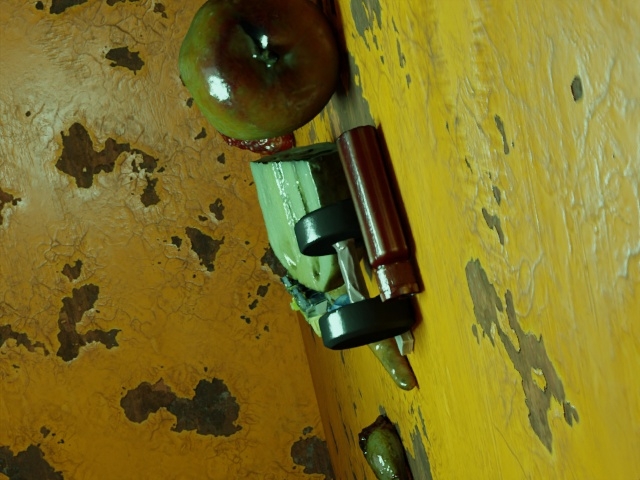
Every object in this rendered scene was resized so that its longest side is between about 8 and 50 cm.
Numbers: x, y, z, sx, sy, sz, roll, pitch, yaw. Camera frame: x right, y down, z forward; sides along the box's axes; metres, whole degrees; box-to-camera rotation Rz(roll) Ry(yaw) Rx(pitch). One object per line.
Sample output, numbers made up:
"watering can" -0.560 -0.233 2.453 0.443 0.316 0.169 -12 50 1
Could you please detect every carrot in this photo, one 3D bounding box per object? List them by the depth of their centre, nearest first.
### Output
"carrot" 0.124 0.203 1.743 0.209 0.061 0.061 -123 20 -57

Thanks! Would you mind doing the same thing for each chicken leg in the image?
"chicken leg" 0.143 0.475 2.061 0.322 0.083 0.177 -155 42 -84

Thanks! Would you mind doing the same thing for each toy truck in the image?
"toy truck" 0.002 0.154 2.362 0.272 0.124 0.157 -142 28 -74

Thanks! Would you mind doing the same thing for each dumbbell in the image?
"dumbbell" 0.053 0.054 1.566 0.152 0.152 0.218 101 154 -75

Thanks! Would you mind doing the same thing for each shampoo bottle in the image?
"shampoo bottle" 0.087 -0.038 1.467 0.102 0.064 0.260 109 147 -77

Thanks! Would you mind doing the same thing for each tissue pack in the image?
"tissue pack" 0.130 0.136 1.642 0.056 0.023 0.108 87 167 -58

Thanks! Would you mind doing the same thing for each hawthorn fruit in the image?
"hawthorn fruit" -0.090 -0.302 1.624 0.301 0.268 0.267 -161 57 -71

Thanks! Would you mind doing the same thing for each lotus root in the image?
"lotus root" 0.008 -0.045 1.819 0.267 0.149 0.260 8 117 64

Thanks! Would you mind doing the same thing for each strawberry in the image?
"strawberry" -0.166 -0.306 2.613 0.244 0.205 0.205 45 155 35

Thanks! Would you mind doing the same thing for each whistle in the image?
"whistle" 0.075 0.150 1.973 0.158 0.090 0.090 6 115 42

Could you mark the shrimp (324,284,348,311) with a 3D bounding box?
"shrimp" 0.020 0.003 2.108 0.185 0.068 0.287 96 161 -66
